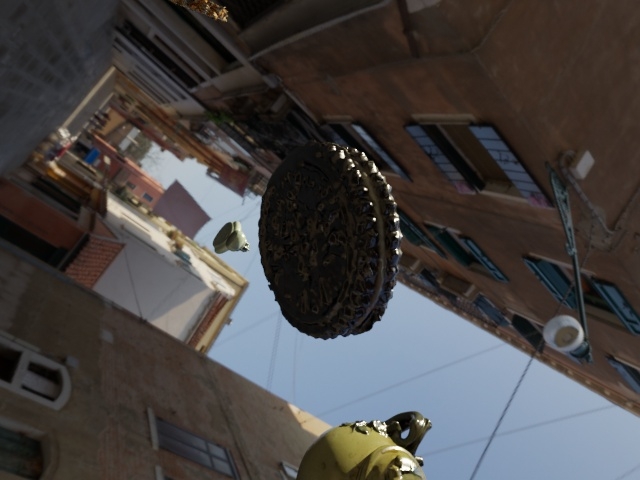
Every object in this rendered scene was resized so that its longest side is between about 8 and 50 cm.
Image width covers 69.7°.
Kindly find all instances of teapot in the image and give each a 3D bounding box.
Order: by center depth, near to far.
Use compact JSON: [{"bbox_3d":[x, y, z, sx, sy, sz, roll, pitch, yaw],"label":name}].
[{"bbox_3d":[0.073,0.313,0.584,0.269,0.173,0.182,-35,-178,-43],"label":"teapot"}]

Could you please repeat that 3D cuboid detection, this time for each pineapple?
[{"bbox_3d":[-0.146,-0.294,0.580,0.045,0.083,0.019,38,-65,35],"label":"pineapple"}]

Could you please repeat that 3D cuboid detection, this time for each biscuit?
[{"bbox_3d":[0.000,0.000,0.442,0.194,0.053,0.195,10,-78,54],"label":"biscuit"}]

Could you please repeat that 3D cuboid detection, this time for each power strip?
[{"bbox_3d":[-0.124,0.000,0.650,0.055,0.035,0.083,-56,-153,-10],"label":"power strip"}]
